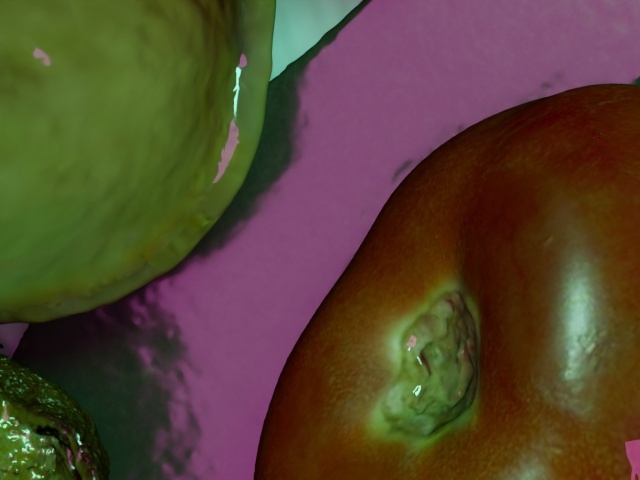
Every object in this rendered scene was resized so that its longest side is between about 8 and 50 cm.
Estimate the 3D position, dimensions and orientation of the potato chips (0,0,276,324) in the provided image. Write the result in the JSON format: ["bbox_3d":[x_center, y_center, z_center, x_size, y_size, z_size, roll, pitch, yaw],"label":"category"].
[{"bbox_3d":[-0.114,-0.063,0.576,0.208,0.062,0.195,-36,95,17],"label":"potato chips"}]

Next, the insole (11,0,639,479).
[{"bbox_3d":[0.000,0.000,0.604,0.111,0.007,0.328,42,95,0],"label":"insole"}]

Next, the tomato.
[{"bbox_3d":[0.073,0.056,0.518,0.136,0.195,0.195,26,96,-30],"label":"tomato"}]

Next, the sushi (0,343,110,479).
[{"bbox_3d":[-0.116,0.060,0.584,0.118,0.060,0.061,4,94,15],"label":"sushi"}]
